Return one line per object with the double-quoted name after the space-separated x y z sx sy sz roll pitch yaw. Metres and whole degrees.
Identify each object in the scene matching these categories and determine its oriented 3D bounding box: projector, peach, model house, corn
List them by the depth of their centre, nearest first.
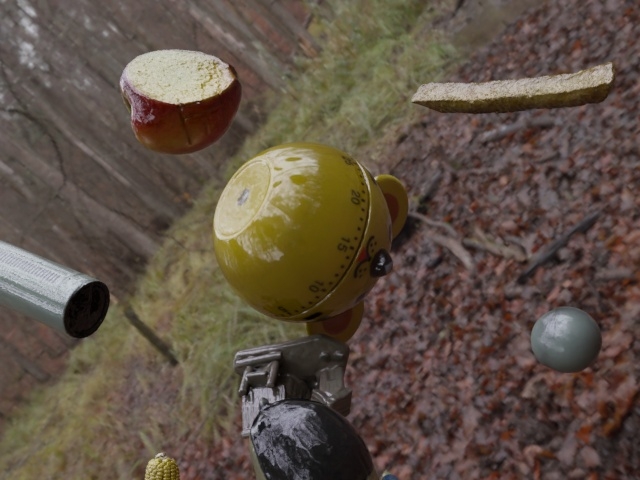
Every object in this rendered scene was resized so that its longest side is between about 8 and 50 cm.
-0.528 0.067 1.228 0.108 0.337 0.108 -46 -34 -45 "projector"
-0.054 0.277 1.267 0.229 0.122 0.188 -10 29 9 "model house"
-0.296 0.504 1.313 0.067 0.067 0.206 -26 64 57 "corn"
-0.315 -0.322 1.635 0.274 0.249 0.245 -14 -13 -9 "peach"

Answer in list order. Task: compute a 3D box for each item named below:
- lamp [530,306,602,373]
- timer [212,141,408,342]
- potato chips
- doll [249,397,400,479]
0.380 0.154 1.086 0.105 0.105 0.105 -45 15 15 "lamp"
0.000 0.000 1.336 0.376 0.387 0.376 -28 48 36 "timer"
0.338 -0.261 1.238 0.407 0.080 0.057 7 72 48 "potato chips"
0.018 0.171 0.444 0.089 0.179 0.102 -45 -7 35 "doll"
